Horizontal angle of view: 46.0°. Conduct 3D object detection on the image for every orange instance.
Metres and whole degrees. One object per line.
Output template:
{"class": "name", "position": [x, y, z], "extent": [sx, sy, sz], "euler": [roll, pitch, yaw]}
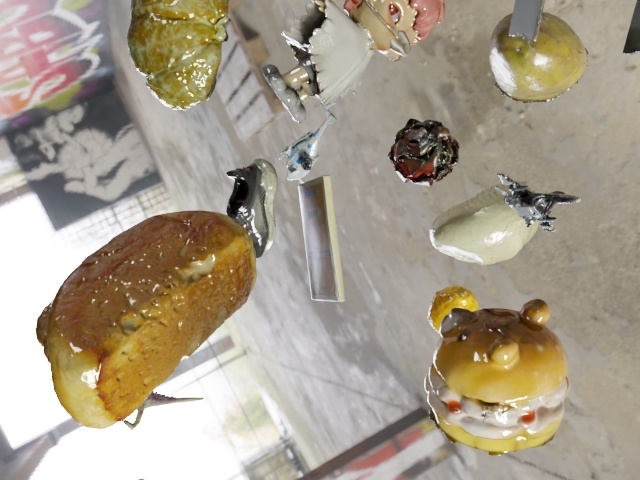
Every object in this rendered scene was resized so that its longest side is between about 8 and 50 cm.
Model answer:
{"class": "orange", "position": [-0.346, -0.496, 1.772], "extent": [0.271, 0.210, 0.369], "euler": [11, 95, 61]}

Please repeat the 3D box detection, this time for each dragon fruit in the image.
{"class": "dragon fruit", "position": [0.261, -0.220, 1.889], "extent": [0.182, 0.182, 0.188], "euler": [60, -165, 13]}

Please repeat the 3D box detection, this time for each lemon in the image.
{"class": "lemon", "position": [0.389, 0.201, 2.195], "extent": [0.142, 0.142, 0.187], "euler": [56, 147, 28]}

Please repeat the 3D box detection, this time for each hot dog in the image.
{"class": "hot dog", "position": [-0.299, 0.100, 1.234], "extent": [0.223, 0.405, 0.185], "euler": [23, 139, 30]}

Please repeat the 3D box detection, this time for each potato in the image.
{"class": "potato", "position": [0.487, -0.429, 1.715], "extent": [0.229, 0.229, 0.266], "euler": [62, -164, 8]}

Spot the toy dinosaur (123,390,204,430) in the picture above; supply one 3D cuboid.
{"class": "toy dinosaur", "position": [-0.451, 0.409, 1.993], "extent": [0.251, 0.200, 0.072], "euler": [46, 153, -10]}

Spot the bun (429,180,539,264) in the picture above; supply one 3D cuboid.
{"class": "bun", "position": [0.498, -0.034, 2.228], "extent": [0.213, 0.361, 0.361], "euler": [62, 166, -3]}

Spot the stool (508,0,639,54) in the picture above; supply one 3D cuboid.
{"class": "stool", "position": [0.498, -0.477, 1.340], "extent": [0.170, 0.243, 0.270], "euler": [-92, 9, -71]}

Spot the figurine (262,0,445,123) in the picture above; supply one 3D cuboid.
{"class": "figurine", "position": [0.090, -0.330, 1.145], "extent": [0.166, 0.387, 0.207], "euler": [53, 180, 34]}

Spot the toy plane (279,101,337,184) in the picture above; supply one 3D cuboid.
{"class": "toy plane", "position": [-0.021, -0.273, 2.139], "extent": [0.107, 0.273, 0.182], "euler": [46, -160, 5]}

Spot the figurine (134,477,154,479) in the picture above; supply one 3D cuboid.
{"class": "figurine", "position": [-0.478, 0.650, 1.504], "extent": [0.248, 0.388, 0.277], "euler": [21, -138, -45]}

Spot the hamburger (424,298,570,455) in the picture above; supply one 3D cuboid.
{"class": "hamburger", "position": [0.334, 0.240, 1.421], "extent": [0.276, 0.276, 0.237], "euler": [-136, 37, -53]}

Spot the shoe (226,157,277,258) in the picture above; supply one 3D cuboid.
{"class": "shoe", "position": [-0.163, -0.069, 1.671], "extent": [0.099, 0.112, 0.227], "euler": [19, 108, 46]}

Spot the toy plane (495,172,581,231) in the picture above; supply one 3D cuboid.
{"class": "toy plane", "position": [0.477, -0.081, 1.657], "extent": [0.192, 0.088, 0.262], "euler": [44, 178, -15]}

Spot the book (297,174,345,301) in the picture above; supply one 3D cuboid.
{"class": "book", "position": [-0.001, 0.000, 1.493], "extent": [0.170, 0.018, 0.242], "euler": [170, 93, -70]}
